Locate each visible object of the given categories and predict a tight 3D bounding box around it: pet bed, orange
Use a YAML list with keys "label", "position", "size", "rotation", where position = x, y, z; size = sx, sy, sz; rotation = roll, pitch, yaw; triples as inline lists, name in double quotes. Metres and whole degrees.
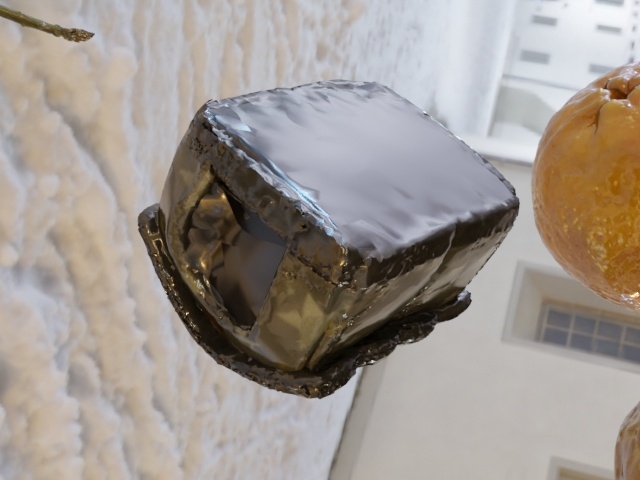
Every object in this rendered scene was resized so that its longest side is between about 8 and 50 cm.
- label: "pet bed"
  position: [0.000, 0.000, 0.624]
  size: [0.210, 0.183, 0.159]
  rotation: [-22, 146, -47]
- label: "orange"
  position: [0.432, -0.082, 1.151]
  size: [0.293, 0.340, 0.341]
  rotation: [58, 36, -30]

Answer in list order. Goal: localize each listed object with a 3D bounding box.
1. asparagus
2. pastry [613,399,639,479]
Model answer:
- label: "asparagus"
  position: [-0.263, -0.202, 0.840]
  size: [0.015, 0.114, 0.014]
  rotation: [110, -1, -46]
- label: "pastry"
  position: [0.397, 0.224, 0.705]
  size: [0.388, 0.312, 0.389]
  rotation: [-5, 97, -41]
